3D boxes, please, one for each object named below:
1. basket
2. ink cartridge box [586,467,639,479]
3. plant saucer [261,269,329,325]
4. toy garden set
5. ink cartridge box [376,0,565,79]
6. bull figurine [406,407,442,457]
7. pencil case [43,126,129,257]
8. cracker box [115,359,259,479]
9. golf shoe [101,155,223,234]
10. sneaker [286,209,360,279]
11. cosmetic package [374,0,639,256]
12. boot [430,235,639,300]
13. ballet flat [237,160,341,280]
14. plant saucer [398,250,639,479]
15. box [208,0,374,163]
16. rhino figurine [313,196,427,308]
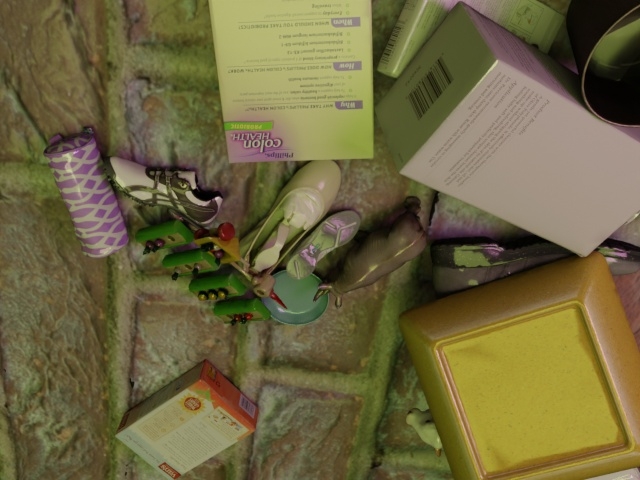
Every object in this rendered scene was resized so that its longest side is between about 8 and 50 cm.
[{"bbox_3d":[0.408,-0.265,0.958,0.204,0.227,0.154,-27,115,16],"label":"basket"},{"bbox_3d":[0.434,0.370,1.296,0.198,0.270,0.197,-25,116,16],"label":"ink cartridge box"},{"bbox_3d":[-0.044,0.096,1.304,0.120,0.021,0.119,1,119,2],"label":"plant saucer"},{"bbox_3d":[-0.166,0.064,1.206,0.204,0.049,0.244,-11,132,42],"label":"toy garden set"},{"bbox_3d":[0.213,-0.280,1.044,0.225,0.056,0.180,17,104,-29],"label":"ink cartridge box"},{"bbox_3d":[0.299,0.259,1.282,0.311,0.188,0.101,-17,123,11],"label":"bull figurine"},{"bbox_3d":[-0.377,-0.072,1.190,0.088,0.086,0.206,11,124,37],"label":"pencil case"},{"bbox_3d":[-0.257,0.352,1.435,0.232,0.067,0.155,-35,112,19],"label":"cracker box"},{"bbox_3d":[-0.247,-0.092,1.181,0.198,0.077,0.094,32,114,-27],"label":"golf shoe"},{"bbox_3d":[0.000,0.000,1.233,0.152,0.061,0.053,-40,104,2],"label":"sneaker"},{"bbox_3d":[0.283,-0.136,1.010,0.366,0.155,0.197,21,126,-30],"label":"cosmetic package"},{"bbox_3d":[0.344,0.105,1.203,0.338,0.118,0.222,-1,97,16],"label":"boot"},{"bbox_3d":[-0.052,-0.025,1.201,0.086,0.086,0.248,33,116,-15],"label":"ballet flat"},{"bbox_3d":[0.315,0.222,1.112,0.333,0.081,0.332,-20,89,16],"label":"plant saucer"},{"bbox_3d":[-0.032,-0.245,1.054,0.214,0.117,0.242,-2,119,4],"label":"box"},{"bbox_3d":[0.076,0.033,1.213,0.243,0.106,0.073,-37,111,21],"label":"rhino figurine"}]
